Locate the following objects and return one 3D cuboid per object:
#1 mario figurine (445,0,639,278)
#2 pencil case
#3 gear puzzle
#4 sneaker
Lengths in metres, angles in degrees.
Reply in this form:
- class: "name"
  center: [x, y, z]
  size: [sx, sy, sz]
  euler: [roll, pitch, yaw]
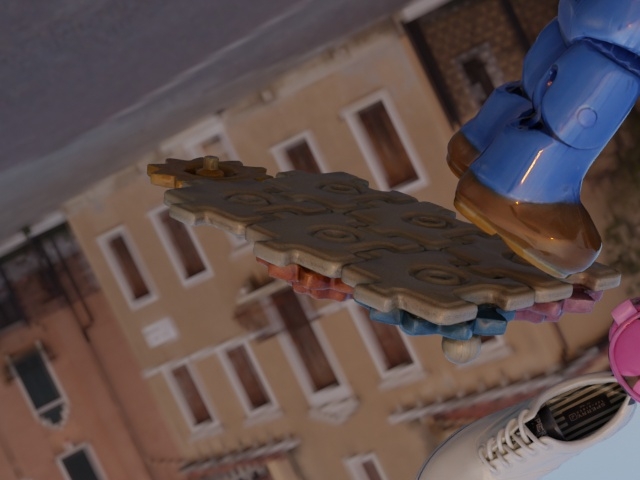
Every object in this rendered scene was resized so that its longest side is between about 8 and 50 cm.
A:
- class: "mario figurine"
  center: [0.204, -0.124, 0.673]
  size: [0.170, 0.198, 0.321]
  euler: [9, 122, -42]
- class: "pencil case"
  center: [0.306, 0.094, 1.216]
  size: [0.095, 0.098, 0.209]
  euler: [-46, 170, 6]
- class: "gear puzzle"
  center: [0.000, 0.000, 0.815]
  size: [0.175, 0.044, 0.339]
  euler: [-9, -158, -43]
- class: "sneaker"
  center: [0.205, 0.201, 1.345]
  size: [0.258, 0.094, 0.091]
  euler: [-31, 159, -4]
